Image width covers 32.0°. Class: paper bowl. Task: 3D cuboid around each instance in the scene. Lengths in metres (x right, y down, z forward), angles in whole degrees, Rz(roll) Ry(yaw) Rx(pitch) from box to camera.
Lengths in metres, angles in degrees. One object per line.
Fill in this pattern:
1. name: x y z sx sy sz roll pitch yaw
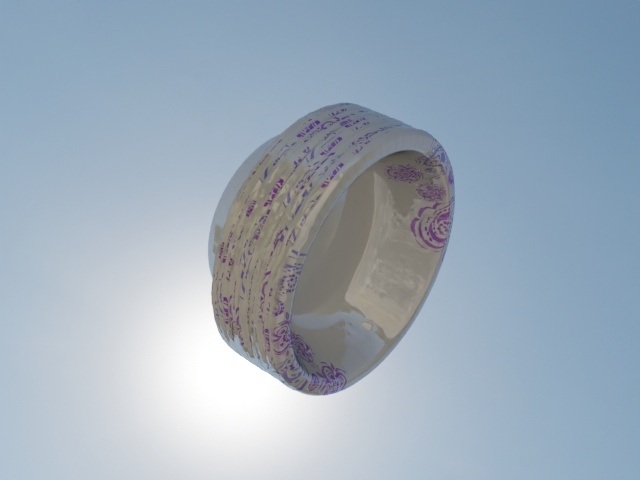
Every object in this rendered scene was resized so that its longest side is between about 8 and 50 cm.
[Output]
1. paper bowl: 0.000 0.000 1.123 0.148 0.284 0.284 28 -45 33
